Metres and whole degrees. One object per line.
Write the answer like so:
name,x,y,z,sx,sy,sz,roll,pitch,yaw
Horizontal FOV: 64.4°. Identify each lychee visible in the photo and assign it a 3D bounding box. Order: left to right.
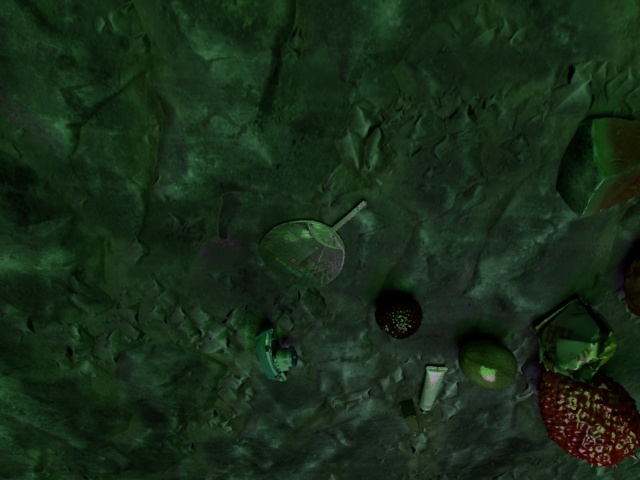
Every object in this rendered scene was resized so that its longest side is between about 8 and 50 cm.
lychee,0.212,0.203,1.358,0.129,0.123,0.123,-11,136,-42

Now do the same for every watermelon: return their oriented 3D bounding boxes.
watermelon,0.688,-0.172,1.136,0.256,0.140,0.193,-8,134,-8

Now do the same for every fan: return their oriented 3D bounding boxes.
fan,0.000,0.028,1.281,0.294,0.012,0.223,-15,125,8

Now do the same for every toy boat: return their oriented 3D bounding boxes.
toy boat,-0.113,0.313,1.425,0.102,0.088,0.215,-7,128,13

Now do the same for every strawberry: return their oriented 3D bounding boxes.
strawberry,0.788,0.492,1.491,0.292,0.292,0.343,-28,128,15

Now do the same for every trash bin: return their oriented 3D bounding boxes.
trash bin,0.294,0.575,1.658,0.043,0.061,0.092,-15,127,7

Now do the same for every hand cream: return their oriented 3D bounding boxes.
hand cream,0.346,0.467,1.601,0.067,0.042,0.194,8,119,0

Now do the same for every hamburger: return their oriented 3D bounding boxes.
hamburger,0.699,0.291,1.384,0.125,0.235,0.214,19,118,-28

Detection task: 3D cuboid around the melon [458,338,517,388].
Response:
melon,0.488,0.357,1.468,0.192,0.139,0.139,22,121,-15

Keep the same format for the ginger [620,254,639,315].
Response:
ginger,0.927,0.076,1.300,0.274,0.152,0.357,11,127,-35
